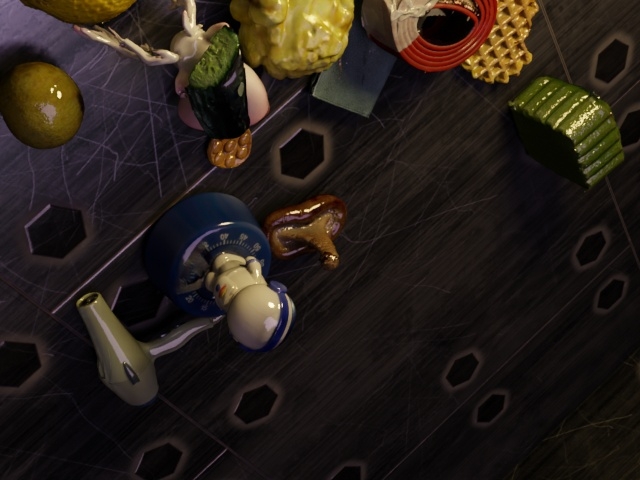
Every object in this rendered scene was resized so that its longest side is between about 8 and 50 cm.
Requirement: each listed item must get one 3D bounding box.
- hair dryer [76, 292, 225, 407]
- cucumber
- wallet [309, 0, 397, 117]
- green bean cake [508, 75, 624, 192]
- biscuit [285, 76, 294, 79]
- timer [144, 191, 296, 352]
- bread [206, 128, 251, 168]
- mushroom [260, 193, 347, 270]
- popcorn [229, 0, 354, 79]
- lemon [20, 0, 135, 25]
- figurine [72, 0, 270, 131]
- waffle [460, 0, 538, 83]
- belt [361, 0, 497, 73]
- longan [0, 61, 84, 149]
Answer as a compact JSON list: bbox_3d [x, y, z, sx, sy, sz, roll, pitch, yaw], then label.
[{"bbox_3d":[-0.402,0.194,1.920,0.298,0.119,0.296,-48,125,-5],"label":"hair dryer"},{"bbox_3d":[-0.164,-0.257,1.500,0.115,0.086,0.193,-46,155,-25],"label":"cucumber"},{"bbox_3d":[0.117,-0.461,1.883,0.191,0.046,0.379,14,110,-39],"label":"wallet"},{"bbox_3d":[0.628,-0.280,2.213,0.156,0.250,0.247,-41,132,-4],"label":"green bean cake"},{"bbox_3d":[-0.057,-0.382,1.827,0.087,0.027,0.089,-1,120,-35],"label":"biscuit"},{"bbox_3d":[-0.178,0.096,1.812,0.270,0.383,0.270,-18,128,-24],"label":"timer"},{"bbox_3d":[-0.194,-0.203,1.852,0.110,0.024,0.110,-19,129,-25],"label":"bread"},{"bbox_3d":[0.000,0.000,1.983,0.227,0.217,0.148,-27,130,-21],"label":"mushroom"},{"bbox_3d":[-0.049,-0.420,1.652,0.255,0.195,0.256,37,105,-31],"label":"popcorn"},{"bbox_3d":[-0.374,-0.491,1.380,0.310,0.258,0.258,-52,133,5],"label":"lemon"},{"bbox_3d":[-0.263,-0.342,1.595,0.206,0.284,0.315,-49,159,-11],"label":"figurine"},{"bbox_3d":[0.433,-0.500,2.070,0.249,0.056,0.253,11,111,-39],"label":"waffle"},{"bbox_3d":[0.228,-0.476,1.831,0.324,0.115,0.227,-9,126,-39],"label":"belt"},{"bbox_3d":[-0.506,-0.239,1.547,0.145,0.176,0.154,-38,125,-69],"label":"longan"}]
